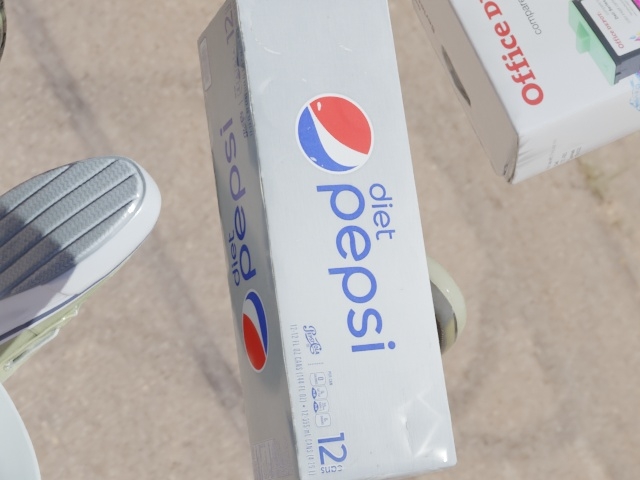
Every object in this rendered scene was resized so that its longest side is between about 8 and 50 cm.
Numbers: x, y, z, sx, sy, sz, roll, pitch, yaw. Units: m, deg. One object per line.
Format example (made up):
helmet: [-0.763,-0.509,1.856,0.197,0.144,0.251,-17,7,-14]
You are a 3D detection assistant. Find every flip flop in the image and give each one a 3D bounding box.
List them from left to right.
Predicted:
flip flop: [0.058,0.045,1.098,0.112,0.277,0.080,41,72,1]

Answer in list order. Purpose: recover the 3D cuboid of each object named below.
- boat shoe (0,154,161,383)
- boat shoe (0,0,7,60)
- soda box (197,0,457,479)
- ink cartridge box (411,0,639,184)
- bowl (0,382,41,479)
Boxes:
boat shoe: [-0.245,0.044,1.119,0.094,0.302,0.109,47,11,-53]
boat shoe: [-0.281,-0.085,0.777,0.120,0.324,0.123,-39,98,-39]
soda box: [0.000,0.000,0.837,0.098,0.091,0.286,-5,79,-21]
ink cartridge box: [0.239,-0.200,1.196,0.117,0.278,0.201,79,-13,-72]
bowl: [-0.298,0.118,0.705,0.298,0.134,0.298,35,20,-15]
